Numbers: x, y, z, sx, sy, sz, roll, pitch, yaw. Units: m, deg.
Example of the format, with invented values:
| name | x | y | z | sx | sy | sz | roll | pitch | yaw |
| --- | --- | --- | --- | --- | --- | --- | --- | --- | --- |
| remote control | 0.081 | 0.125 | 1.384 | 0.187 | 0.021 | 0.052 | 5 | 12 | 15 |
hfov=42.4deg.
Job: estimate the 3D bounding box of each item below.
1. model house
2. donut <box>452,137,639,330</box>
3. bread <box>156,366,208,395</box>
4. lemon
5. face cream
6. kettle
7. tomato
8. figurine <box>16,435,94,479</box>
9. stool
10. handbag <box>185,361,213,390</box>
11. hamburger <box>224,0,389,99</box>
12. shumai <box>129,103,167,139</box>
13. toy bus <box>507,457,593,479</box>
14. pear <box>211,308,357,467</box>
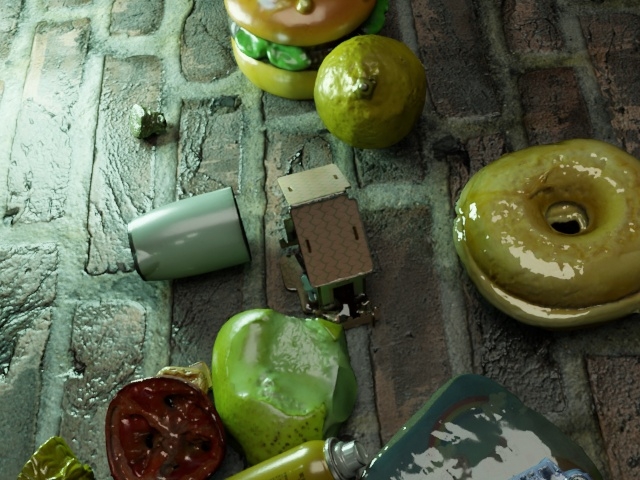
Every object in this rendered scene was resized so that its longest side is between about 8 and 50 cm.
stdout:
| name | x | y | z | sx | sy | sz | roll | pitch | yaw |
| --- | --- | --- | --- | --- | --- | --- | --- | --- | --- |
| model house | 0.000 | 0.000 | 1.631 | 0.169 | 0.244 | 0.326 | -12 | 58 | -6 |
| donut | 0.485 | -0.015 | 1.627 | 0.448 | 0.198 | 0.449 | -3 | 57 | 4 |
| bread | -0.265 | 0.282 | 1.557 | 0.110 | 0.044 | 0.083 | 1 | 69 | 11 |
| lemon | 0.108 | -0.327 | 1.810 | 0.253 | 0.310 | 0.254 | 0 | 92 | 11 |
| face cream | -0.078 | 0.415 | 1.363 | 0.348 | 0.105 | 0.105 | -29 | 55 | 19 |
| kettle | -0.280 | -0.016 | 1.728 | 0.236 | 0.161 | 0.221 | -16 | 30 | -3 |
| tomato | -0.273 | 0.353 | 1.485 | 0.227 | 0.101 | 0.228 | -1 | 87 | 10 |
| figurine | -0.366 | 0.495 | 1.406 | 0.315 | 0.168 | 0.187 | 28 | 79 | 10 |
| stool | 0.253 | 0.428 | 1.343 | 0.310 | 0.226 | 0.310 | -40 | 63 | -21 |
| handbag | -0.251 | 0.276 | 1.598 | 0.083 | 0.027 | 0.061 | -23 | 62 | -5 |
| hamburger | -0.052 | -0.551 | 1.971 | 0.395 | 0.277 | 0.396 | -2 | 56 | 3 |
| shumai | -0.404 | -0.281 | 1.961 | 0.080 | 0.082 | 0.083 | 0 | 63 | -41 |
| toy bus | 0.310 | 0.371 | 1.200 | 0.167 | 0.073 | 0.076 | -24 | 58 | -10 |
| pear | -0.085 | 0.280 | 1.498 | 0.286 | 0.176 | 0.282 | 9 | 60 | 12 |
